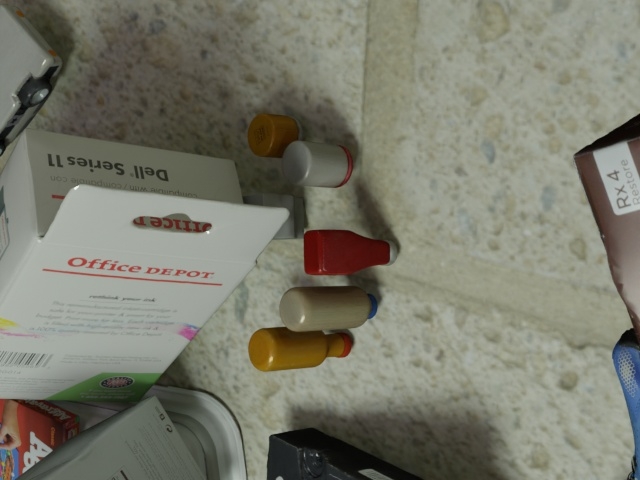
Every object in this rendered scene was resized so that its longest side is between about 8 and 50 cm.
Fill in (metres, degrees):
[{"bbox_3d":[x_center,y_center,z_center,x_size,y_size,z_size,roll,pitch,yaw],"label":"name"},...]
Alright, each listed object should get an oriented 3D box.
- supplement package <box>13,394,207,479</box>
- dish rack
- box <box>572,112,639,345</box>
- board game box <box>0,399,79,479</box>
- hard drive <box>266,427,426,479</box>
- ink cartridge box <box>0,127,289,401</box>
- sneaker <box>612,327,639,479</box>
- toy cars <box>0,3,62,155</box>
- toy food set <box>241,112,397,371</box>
[{"bbox_3d":[-0.228,0.271,1.055,0.139,0.244,0.134,-29,94,27],"label":"supplement package"},{"bbox_3d":[-0.232,0.295,1.265,0.333,0.072,0.285,5,109,32],"label":"dish rack"},{"bbox_3d":[0.299,-0.023,0.744,0.167,0.203,0.168,-17,97,34],"label":"box"},{"bbox_3d":[-0.335,0.300,1.273,0.145,0.027,0.281,17,114,26],"label":"board game box"},{"bbox_3d":[0.032,0.368,1.045,0.237,0.064,0.339,12,102,55],"label":"hard drive"},{"bbox_3d":[-0.199,0.017,1.025,0.353,0.207,0.119,-47,47,43],"label":"ink cartridge box"},{"bbox_3d":[0.269,0.229,0.891,0.147,0.130,0.330,-8,101,31],"label":"sneaker"},{"bbox_3d":[-0.336,-0.058,1.207,0.176,0.087,0.394,11,108,24],"label":"toy cars"},{"bbox_3d":[0.000,0.000,1.025,0.111,0.104,0.232,-7,84,47],"label":"toy food set"}]
